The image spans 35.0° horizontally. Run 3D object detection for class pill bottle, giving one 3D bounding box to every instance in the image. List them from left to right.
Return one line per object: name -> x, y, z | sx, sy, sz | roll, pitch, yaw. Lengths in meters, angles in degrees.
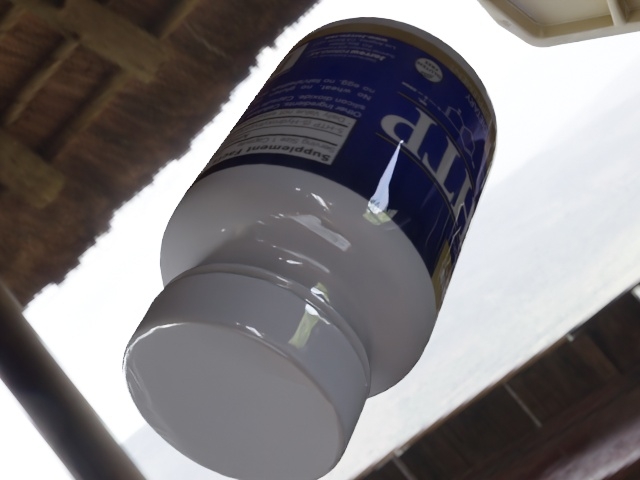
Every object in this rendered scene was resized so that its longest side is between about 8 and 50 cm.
pill bottle -> 0.000, 0.000, 0.411 | 0.112, 0.112, 0.187 | -46, 12, 44

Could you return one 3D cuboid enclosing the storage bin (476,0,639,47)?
storage bin -> 0.207, -0.260, 0.543 | 0.260, 0.123, 0.262 | -3, 65, 40
